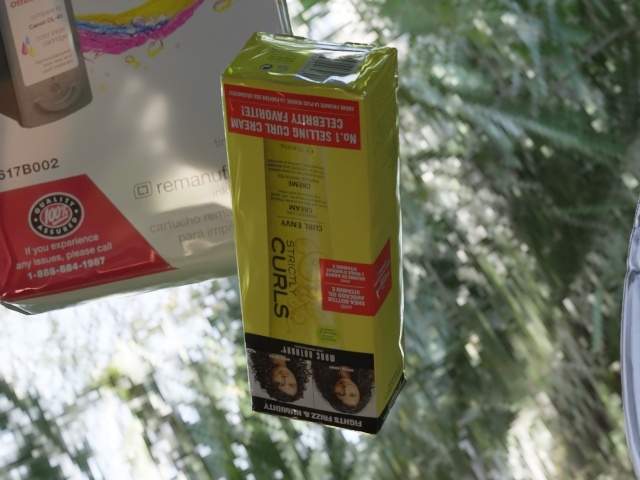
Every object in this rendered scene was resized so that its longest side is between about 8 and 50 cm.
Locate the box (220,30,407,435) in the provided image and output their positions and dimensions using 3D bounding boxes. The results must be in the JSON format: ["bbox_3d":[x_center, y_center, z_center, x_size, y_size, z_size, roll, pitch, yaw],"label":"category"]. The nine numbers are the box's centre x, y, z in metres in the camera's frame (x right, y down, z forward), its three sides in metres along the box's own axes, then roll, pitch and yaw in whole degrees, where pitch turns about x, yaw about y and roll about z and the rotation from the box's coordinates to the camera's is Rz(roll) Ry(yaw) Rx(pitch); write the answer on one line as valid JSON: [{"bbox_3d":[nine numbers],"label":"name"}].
[{"bbox_3d":[0.000,0.000,0.898,0.058,0.087,0.232,-59,-27,-51],"label":"box"}]

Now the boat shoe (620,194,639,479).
[{"bbox_3d":[0.201,-0.054,0.519,0.123,0.342,0.123,25,-18,-21],"label":"boat shoe"}]

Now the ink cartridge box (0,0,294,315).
[{"bbox_3d":[-0.128,-0.120,1.070,0.226,0.306,0.131,-12,-6,1],"label":"ink cartridge box"}]
